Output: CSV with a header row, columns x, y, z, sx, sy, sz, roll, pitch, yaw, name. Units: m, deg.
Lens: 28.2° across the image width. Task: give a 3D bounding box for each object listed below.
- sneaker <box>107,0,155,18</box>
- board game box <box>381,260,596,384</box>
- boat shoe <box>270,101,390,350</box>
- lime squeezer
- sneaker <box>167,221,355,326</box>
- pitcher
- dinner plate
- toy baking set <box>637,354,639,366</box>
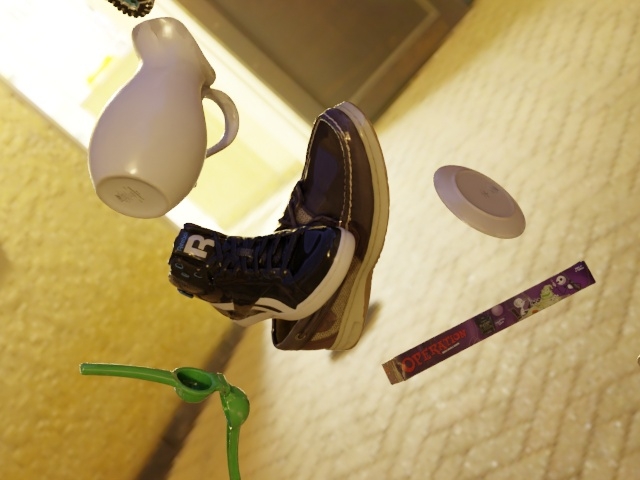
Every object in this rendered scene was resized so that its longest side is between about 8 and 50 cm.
x,y,z,sx,sy,sz,roll,pitch,yaw,name
-0.312,-0.385,1.846,0.063,0.162,0.073,-47,21,41,sneaker
0.270,0.139,2.095,0.347,0.056,0.208,-27,-11,-6,board game box
0.000,0.000,1.253,0.103,0.092,0.285,50,144,42,boat shoe
-0.158,0.201,1.579,0.110,0.310,0.058,-29,40,18,lime squeezer
-0.071,0.021,1.169,0.217,0.121,0.079,-27,42,54,sneaker
-0.165,-0.117,1.420,0.126,0.178,0.207,-17,48,37,pitcher
0.213,-0.056,1.675,0.017,0.141,0.141,-56,7,33,dinner plate
0.380,0.126,1.017,0.197,0.030,0.256,-29,53,8,toy baking set
